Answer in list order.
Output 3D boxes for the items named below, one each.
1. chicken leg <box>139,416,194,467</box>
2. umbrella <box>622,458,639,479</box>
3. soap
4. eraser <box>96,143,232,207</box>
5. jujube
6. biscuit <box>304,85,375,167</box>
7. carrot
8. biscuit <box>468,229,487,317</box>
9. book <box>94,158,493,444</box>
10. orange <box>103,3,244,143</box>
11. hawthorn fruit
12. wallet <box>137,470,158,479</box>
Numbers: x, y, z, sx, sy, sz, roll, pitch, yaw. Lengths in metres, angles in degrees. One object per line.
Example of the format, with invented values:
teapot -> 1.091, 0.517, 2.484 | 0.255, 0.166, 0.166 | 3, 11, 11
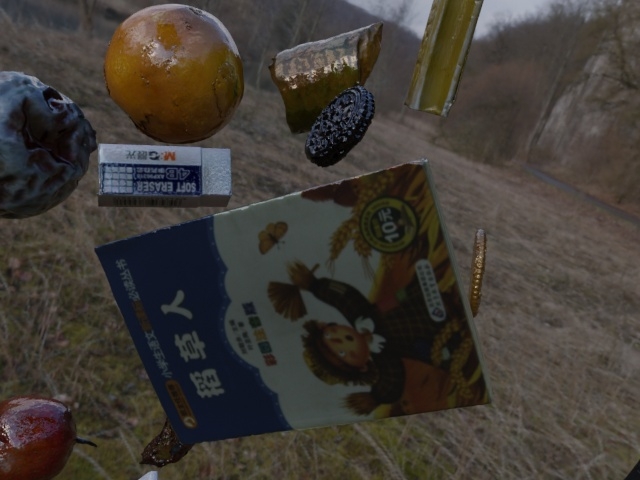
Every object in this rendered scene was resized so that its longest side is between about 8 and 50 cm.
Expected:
chicken leg -> -0.329, 0.434, 1.404 | 0.105, 0.234, 0.063 | 29, 17, 12
umbrella -> 0.516, 0.242, 0.851 | 0.118, 0.340, 0.118 | 28, 15, -8
soap -> 0.244, -0.389, 1.217 | 0.089, 0.274, 0.173 | 14, 17, 0
eraser -> -0.346, -0.142, 1.390 | 0.287, 0.130, 0.086 | 1, -18, -16
jujube -> -0.482, -0.131, 0.897 | 0.316, 0.226, 0.226 | -1, 2, 26
biscuit -> 0.038, -0.234, 1.280 | 0.053, 0.195, 0.194 | 33, 6, -27
carrot -> 0.024, -0.421, 1.666 | 0.340, 0.242, 0.241 | -10, 7, 13
biscuit -> 0.437, 0.092, 1.735 | 0.035, 0.254, 0.254 | 6, 9, 13
book -> -0.040, 0.094, 0.751 | 0.427, 0.300, 0.039 | -14, 16, 20
orange -> -0.253, -0.292, 1.098 | 0.246, 0.246, 0.246 | 21, 12, -5
hawthorn fruit -> -0.773, 0.562, 1.716 | 0.300, 0.254, 0.254 | 16, 14, -19
wallet -> -0.423, 0.662, 1.508 | 0.033, 0.095, 0.190 | 32, 27, -41
